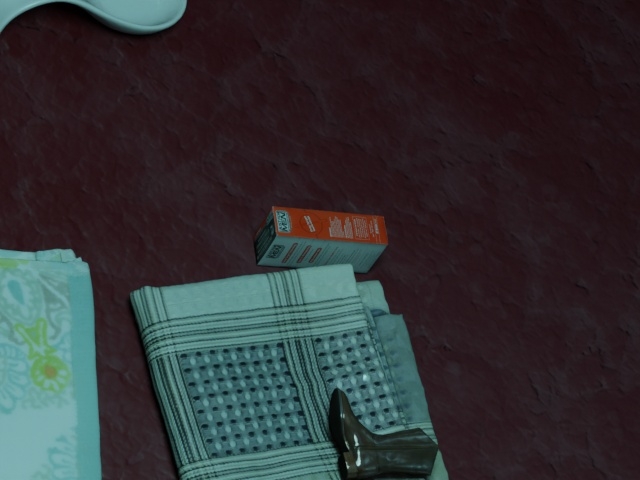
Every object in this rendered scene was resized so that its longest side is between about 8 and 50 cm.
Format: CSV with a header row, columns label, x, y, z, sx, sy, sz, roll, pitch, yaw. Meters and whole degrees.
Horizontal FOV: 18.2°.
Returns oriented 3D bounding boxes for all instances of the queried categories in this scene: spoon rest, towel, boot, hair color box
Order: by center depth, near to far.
label,x,y,z,sx,sy,sz,roll,pitch,yaw
towel,-0.386,0.165,2.040,0.320,0.090,0.374,5,57,-18
boot,0.070,0.210,2.191,0.114,0.037,0.106,-3,76,-21
towel,-0.025,0.174,2.218,0.324,0.056,0.312,-3,60,-27
hair color box,0.000,0.000,2.335,0.141,0.072,0.043,5,57,-23
spoon rest,-0.283,-0.291,2.393,0.276,0.084,0.137,-19,68,-32
